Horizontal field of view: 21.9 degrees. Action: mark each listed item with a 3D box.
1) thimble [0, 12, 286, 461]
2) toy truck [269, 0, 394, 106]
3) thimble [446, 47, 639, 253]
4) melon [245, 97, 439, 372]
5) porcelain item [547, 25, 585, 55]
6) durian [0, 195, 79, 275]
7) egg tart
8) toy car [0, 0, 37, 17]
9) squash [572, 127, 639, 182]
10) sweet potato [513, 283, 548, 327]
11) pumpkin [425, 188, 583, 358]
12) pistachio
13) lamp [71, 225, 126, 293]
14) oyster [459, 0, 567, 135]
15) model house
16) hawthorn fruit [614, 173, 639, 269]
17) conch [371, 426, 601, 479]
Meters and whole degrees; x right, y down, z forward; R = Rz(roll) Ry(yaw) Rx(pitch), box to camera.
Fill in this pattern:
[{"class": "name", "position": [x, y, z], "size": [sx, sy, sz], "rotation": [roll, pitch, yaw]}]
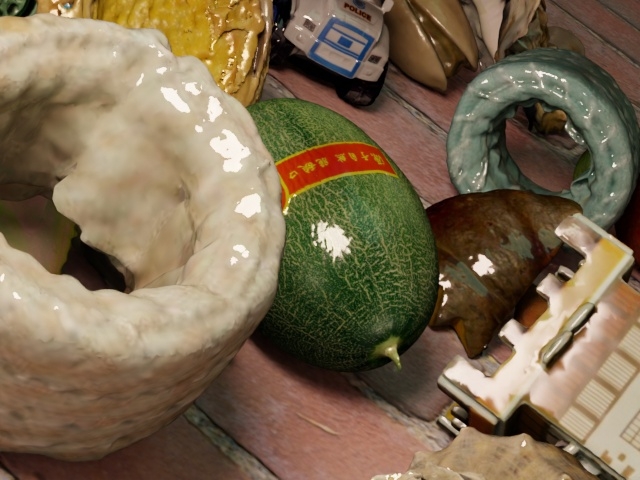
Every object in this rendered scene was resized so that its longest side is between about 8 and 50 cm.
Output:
[{"class": "thimble", "position": [-0.173, -0.008, 1.102], "size": [0.292, 0.195, 0.291], "rotation": [18, 52, -24]}, {"class": "toy truck", "position": [0.021, -0.276, 1.903], "size": [0.161, 0.177, 0.213], "rotation": [24, 26, -20]}, {"class": "thimble", "position": [0.255, -0.097, 1.843], "size": [0.235, 0.198, 0.143], "rotation": [63, 24, -5]}, {"class": "melon", "position": [0.000, 0.000, 1.388], "size": [0.182, 0.182, 0.287], "rotation": [5, 38, -45]}, {"class": "porcelain item", "position": [0.324, -0.259, 2.364], "size": [0.084, 0.054, 0.213], "rotation": [34, 24, 8]}, {"class": "durian", "position": [-0.324, -0.095, 1.222], "size": [0.352, 0.158, 0.169], "rotation": [25, 38, -26]}, {"class": "egg tart", "position": [-0.163, -0.187, 1.522], "size": [0.107, 0.290, 0.291], "rotation": [3, 1, 42]}, {"class": "toy car", "position": [-0.266, -0.255, 1.596], "size": [0.306, 0.125, 0.136], "rotation": [-26, 54, -37]}, {"class": "squash", "position": [0.440, -0.094, 2.148], "size": [0.395, 0.107, 0.107], "rotation": [-4, 44, -50]}, {"class": "sweet potato", "position": [0.216, 0.102, 1.601], "size": [0.058, 0.055, 0.202], "rotation": [-5, 31, 5]}, {"class": "pumpkin", "position": [0.164, -0.012, 1.642], "size": [0.130, 0.149, 0.254], "rotation": [40, 26, -4]}, {"class": "pistachio", "position": [0.119, -0.283, 2.099], "size": [0.136, 0.136, 0.226], "rotation": [1, 46, -48]}, {"class": "lamp", "position": [-0.148, -0.010, 1.329], "size": [0.250, 0.101, 0.101], "rotation": [48, 29, 20]}, {"class": "oyster", "position": [0.253, -0.261, 2.115], "size": [0.351, 0.115, 0.238], "rotation": [54, 7, -40]}, {"class": "model house", "position": [0.231, 0.126, 1.341], "size": [0.215, 0.198, 0.224], "rotation": [35, -14, 14]}, {"class": "hawthorn fruit", "position": [0.468, -0.016, 1.943], "size": [0.249, 0.215, 0.215], "rotation": [49, 21, -16]}, {"class": "conch", "position": [0.160, 0.238, 1.173], "size": [0.291, 0.159, 0.210], "rotation": [24, 26, -23]}]
